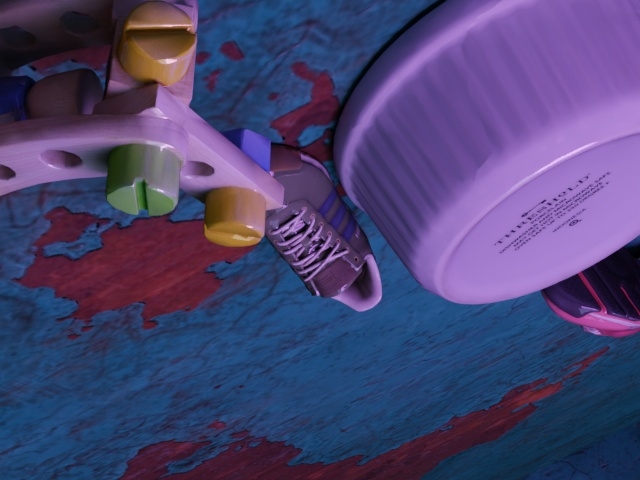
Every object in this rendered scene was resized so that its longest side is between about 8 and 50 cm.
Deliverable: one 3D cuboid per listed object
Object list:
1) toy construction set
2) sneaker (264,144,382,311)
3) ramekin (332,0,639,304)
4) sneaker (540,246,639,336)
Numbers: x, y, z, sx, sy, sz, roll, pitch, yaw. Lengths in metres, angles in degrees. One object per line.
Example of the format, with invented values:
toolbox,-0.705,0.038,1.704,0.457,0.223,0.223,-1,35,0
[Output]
toy construction set,-0.130,-0.108,0.309,0.215,0.151,0.327,1,143,3
sneaker,0.000,0.000,0.674,0.064,0.086,0.192,-31,152,11
ramekin,0.154,-0.061,0.649,0.273,0.127,0.273,-20,153,-11
sneaker,0.355,0.080,1.078,0.314,0.116,0.136,1,144,-41
